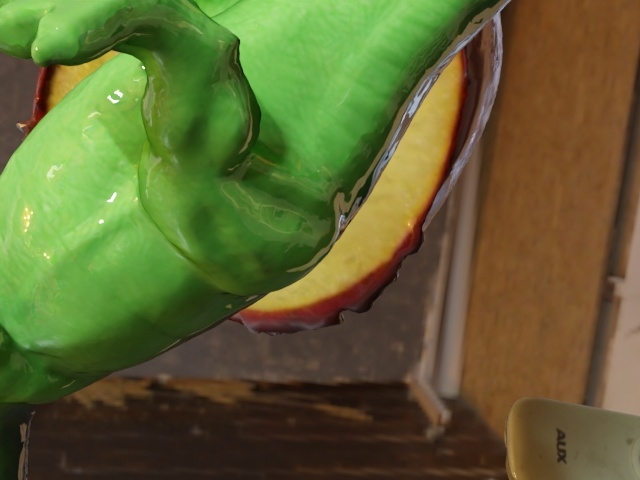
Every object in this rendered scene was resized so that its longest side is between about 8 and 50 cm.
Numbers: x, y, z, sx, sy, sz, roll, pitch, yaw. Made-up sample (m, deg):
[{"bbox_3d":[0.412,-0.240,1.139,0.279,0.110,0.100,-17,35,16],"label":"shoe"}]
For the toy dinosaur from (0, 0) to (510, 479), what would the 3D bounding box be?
[{"bbox_3d":[0.000,0.000,0.620,0.500,0.374,0.144,-7,41,-16],"label":"toy dinosaur"}]

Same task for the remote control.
[{"bbox_3d":[0.293,0.194,1.131,0.310,0.038,0.090,13,54,-12],"label":"remote control"}]

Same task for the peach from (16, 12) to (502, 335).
[{"bbox_3d":[-0.022,-0.117,0.844,0.258,0.361,0.201,25,35,-3],"label":"peach"}]
